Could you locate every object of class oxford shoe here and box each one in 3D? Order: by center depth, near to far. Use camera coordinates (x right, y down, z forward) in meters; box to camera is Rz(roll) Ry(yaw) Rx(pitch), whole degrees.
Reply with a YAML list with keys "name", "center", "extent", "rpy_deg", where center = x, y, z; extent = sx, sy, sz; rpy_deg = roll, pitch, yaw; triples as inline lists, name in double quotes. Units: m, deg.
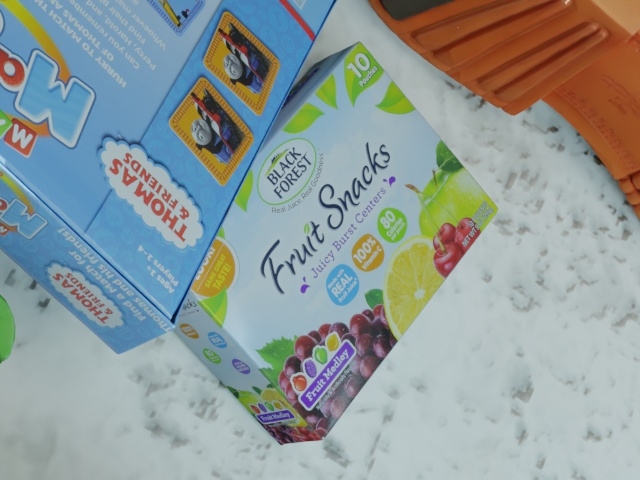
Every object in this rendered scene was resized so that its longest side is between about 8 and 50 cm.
- name: "oxford shoe"
  center: [0.188, -0.085, 0.814]
  extent: [0.363, 0.130, 0.133]
  rpy_deg: [36, 57, -23]

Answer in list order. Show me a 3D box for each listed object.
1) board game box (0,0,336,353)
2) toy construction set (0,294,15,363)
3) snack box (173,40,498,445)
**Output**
- name: "board game box"
  center: [-0.082, -0.087, 0.647]
  extent: [0.160, 0.039, 0.211]
  rpy_deg: [45, 43, -21]
- name: "toy construction set"
  center: [-0.188, 0.041, 0.455]
  extent: [0.308, 0.237, 0.258]
  rpy_deg: [20, 76, -31]
- name: "snack box"
  center: [0.000, 0.000, 0.721]
  extent: [0.100, 0.037, 0.141]
  rpy_deg: [48, 59, -15]
